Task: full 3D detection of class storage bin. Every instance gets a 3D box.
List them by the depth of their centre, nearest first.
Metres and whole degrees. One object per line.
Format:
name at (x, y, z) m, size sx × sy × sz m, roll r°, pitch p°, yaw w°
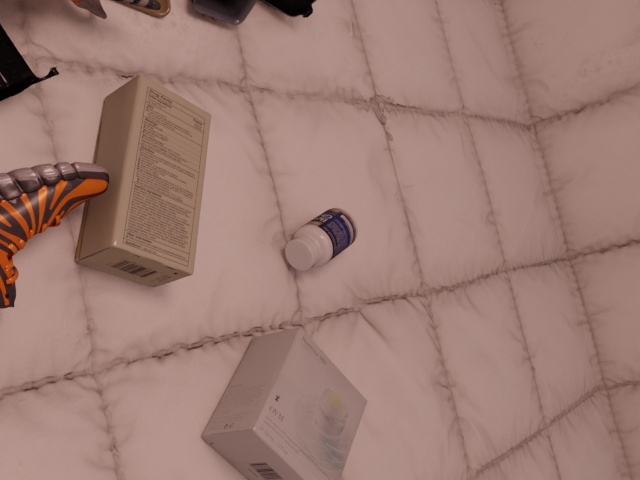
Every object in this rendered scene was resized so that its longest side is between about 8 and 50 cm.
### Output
storage bin at (-0.215, -0.512, 1.476) m, size 0.135 × 0.098 × 0.091 m, roll 5°, pitch 45°, yaw -49°

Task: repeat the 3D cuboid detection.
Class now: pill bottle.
pill bottle at (0.000, 0.000, 1.520) m, size 0.169 × 0.094 × 0.094 m, roll -35°, pitch 103°, yaw -51°

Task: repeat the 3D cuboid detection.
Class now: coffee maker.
coffee maker at (-0.503, -0.288, 1.032) m, size 0.178 × 0.120 × 0.171 m, roll 63°, pitch 19°, yaw -13°

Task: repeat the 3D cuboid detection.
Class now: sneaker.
sneaker at (-0.430, -0.001, 1.005) m, size 0.321 × 0.124 × 0.180 m, roll -20°, pitch 96°, yaw -41°

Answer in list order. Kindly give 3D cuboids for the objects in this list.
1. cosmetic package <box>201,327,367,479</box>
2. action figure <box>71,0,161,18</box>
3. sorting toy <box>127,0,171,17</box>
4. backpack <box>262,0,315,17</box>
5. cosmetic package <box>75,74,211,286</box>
cosmetic package at (-0.055, 0.319, 1.299) m, size 0.224 × 0.138 × 0.225 m, roll 50°, pitch 42°, yaw -25°
action figure at (-0.350, -0.447, 1.057) m, size 0.178 × 0.341 × 0.330 m, roll 60°, pitch 25°, yaw 0°
sorting toy at (-0.383, -0.588, 1.332) m, size 0.229 × 0.041 × 0.307 m, roll 7°, pitch 71°, yaw -49°
backpack at (-0.092, -0.635, 1.556) m, size 0.253 × 0.225 × 0.191 m, roll 16°, pitch 61°, yaw -38°
cosmetic package at (-0.289, -0.096, 1.199) m, size 0.160 × 0.113 × 0.309 m, roll 27°, pitch 56°, yaw -42°
